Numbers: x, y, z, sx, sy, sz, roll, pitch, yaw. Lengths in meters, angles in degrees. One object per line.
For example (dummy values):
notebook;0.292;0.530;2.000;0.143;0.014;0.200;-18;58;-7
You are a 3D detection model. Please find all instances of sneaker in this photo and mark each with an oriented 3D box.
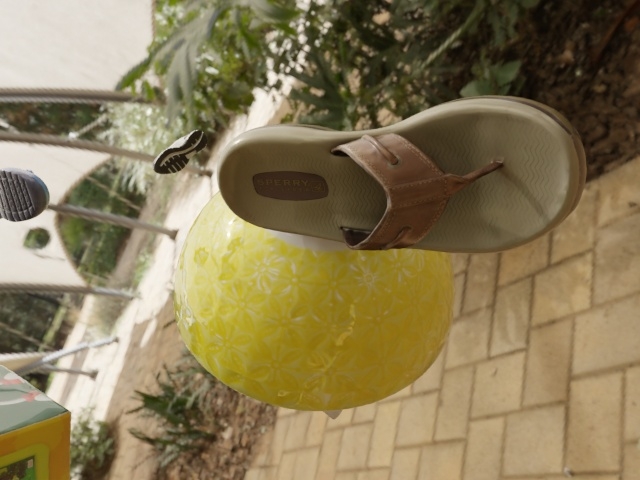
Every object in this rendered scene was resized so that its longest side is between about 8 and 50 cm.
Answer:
sneaker;-0.226;-0.135;1.157;0.044;0.040;0.109;-10;26;46
sneaker;-0.301;-0.048;0.733;0.144;0.059;0.053;2;104;45

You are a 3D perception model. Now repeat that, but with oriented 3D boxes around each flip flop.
flip flop;0.037;-0.036;0.507;0.080;0.277;0.112;-42;-50;-55

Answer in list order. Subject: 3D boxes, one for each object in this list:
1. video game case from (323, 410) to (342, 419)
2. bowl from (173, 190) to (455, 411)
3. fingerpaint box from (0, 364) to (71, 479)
video game case;-0.071;0.152;1.019;0.023;0.183;0.201;-49;26;-5
bowl;0.000;0.000;0.704;0.289;0.290;0.156;-89;4;-47
fingerpaint box;-0.446;0.388;0.698;0.163;0.371;0.444;17;109;38
